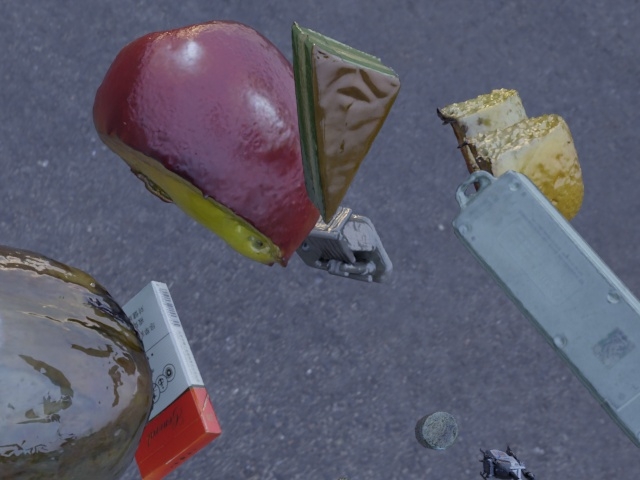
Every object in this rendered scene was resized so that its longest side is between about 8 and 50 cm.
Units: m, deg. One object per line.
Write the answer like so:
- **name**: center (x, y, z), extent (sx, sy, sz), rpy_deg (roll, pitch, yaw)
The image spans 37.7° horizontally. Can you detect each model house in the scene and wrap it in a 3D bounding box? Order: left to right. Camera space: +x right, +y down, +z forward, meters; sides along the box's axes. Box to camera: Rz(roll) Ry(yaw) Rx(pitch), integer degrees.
- **model house**: center (0.005, -0.006, 1.701), extent (0.188, 0.229, 0.122), rpy_deg (19, 87, -57)

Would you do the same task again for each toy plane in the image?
- **toy plane**: center (0.345, 0.420, 1.722), extent (0.078, 0.197, 0.054), rpy_deg (0, 94, -9)

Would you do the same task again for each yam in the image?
- **yam**: center (0.160, 0.264, 1.297), extent (0.054, 0.132, 0.054), rpy_deg (0, 78, 0)

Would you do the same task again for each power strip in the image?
- **power strip**: center (0.210, 0.052, 0.763), extent (0.272, 0.078, 0.052), rpy_deg (51, 14, 13)

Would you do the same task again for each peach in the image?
- **peach**: center (-0.132, -0.108, 1.197), extent (0.281, 0.281, 0.339), rpy_deg (-27, 111, -38)

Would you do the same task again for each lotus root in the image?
- **lotus root**: center (-0.265, 0.132, 0.860), extent (0.192, 0.272, 0.272), rpy_deg (3, 61, -30)

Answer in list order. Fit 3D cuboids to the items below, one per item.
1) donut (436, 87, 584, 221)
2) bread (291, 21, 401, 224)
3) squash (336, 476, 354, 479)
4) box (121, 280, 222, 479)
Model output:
- **donut**: center (0.205, -0.066, 0.990), extent (0.259, 0.101, 0.152), rpy_deg (-107, 172, -70)
- **bread**: center (-0.006, -0.093, 0.768), extent (0.084, 0.139, 0.074), rpy_deg (17, 23, -26)
- **squash**: center (0.031, 0.486, 1.246), extent (0.087, 0.087, 0.332), rpy_deg (12, 71, -23)
- **box**: center (-0.230, 0.193, 1.299), extent (0.035, 0.139, 0.245), rpy_deg (18, 38, -53)
